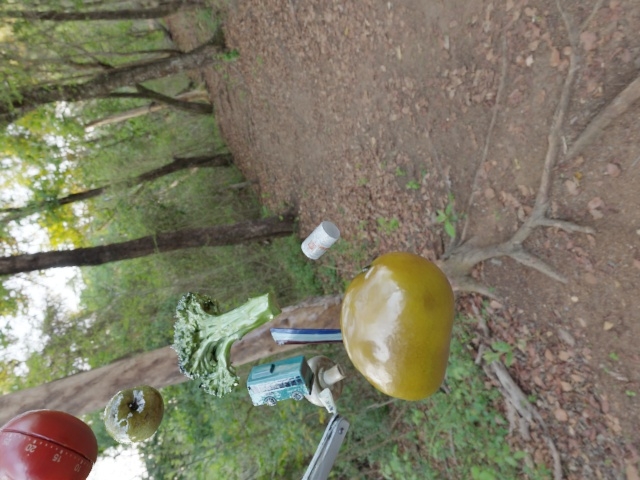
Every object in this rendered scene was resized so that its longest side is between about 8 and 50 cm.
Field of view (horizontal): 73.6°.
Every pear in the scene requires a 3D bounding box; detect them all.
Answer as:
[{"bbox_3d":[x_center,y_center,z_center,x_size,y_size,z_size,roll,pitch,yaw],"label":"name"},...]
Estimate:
[{"bbox_3d":[-0.549,0.510,1.261,0.167,0.167,0.136,65,153,29],"label":"pear"}]

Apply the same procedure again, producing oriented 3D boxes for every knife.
[{"bbox_3d":[-0.011,0.506,0.931,0.041,0.265,0.073,14,151,36],"label":"knife"}]

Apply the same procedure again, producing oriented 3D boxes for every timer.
[{"bbox_3d":[-1.072,0.829,1.665,0.377,0.378,0.279,91,-170,-47],"label":"timer"}]

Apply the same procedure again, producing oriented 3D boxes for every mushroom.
[{"bbox_3d":[0.028,0.570,1.769,0.215,0.207,0.207,-38,65,36],"label":"mushroom"}]

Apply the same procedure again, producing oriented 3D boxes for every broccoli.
[{"bbox_3d":[-0.355,0.293,1.541,0.353,0.396,0.275,30,-171,7],"label":"broccoli"}]

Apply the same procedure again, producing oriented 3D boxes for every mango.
[{"bbox_3d":[0.119,0.141,0.684,0.139,0.176,0.254,-51,-36,-69],"label":"mango"}]

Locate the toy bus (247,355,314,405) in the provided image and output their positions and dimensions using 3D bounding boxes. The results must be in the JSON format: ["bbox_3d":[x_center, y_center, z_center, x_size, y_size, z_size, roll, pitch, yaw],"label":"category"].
[{"bbox_3d":[-0.105,0.355,1.086,0.079,0.160,0.091,-73,-36,-65],"label":"toy bus"}]

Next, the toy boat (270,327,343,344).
[{"bbox_3d":[-0.020,0.256,1.150,0.080,0.229,0.045,132,138,-70],"label":"toy boat"}]

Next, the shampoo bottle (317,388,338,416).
[{"bbox_3d":[0.038,0.617,1.617,0.034,0.049,0.141,28,150,53],"label":"shampoo bottle"}]

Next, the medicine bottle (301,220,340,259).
[{"bbox_3d":[0.000,0.000,1.039,0.089,0.057,0.057,-46,55,34],"label":"medicine bottle"}]
